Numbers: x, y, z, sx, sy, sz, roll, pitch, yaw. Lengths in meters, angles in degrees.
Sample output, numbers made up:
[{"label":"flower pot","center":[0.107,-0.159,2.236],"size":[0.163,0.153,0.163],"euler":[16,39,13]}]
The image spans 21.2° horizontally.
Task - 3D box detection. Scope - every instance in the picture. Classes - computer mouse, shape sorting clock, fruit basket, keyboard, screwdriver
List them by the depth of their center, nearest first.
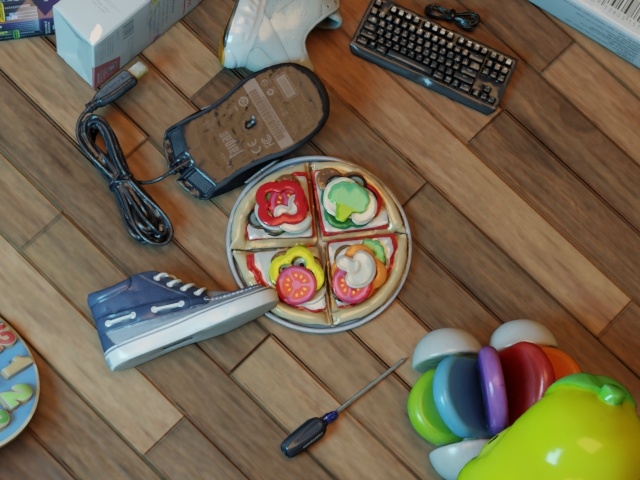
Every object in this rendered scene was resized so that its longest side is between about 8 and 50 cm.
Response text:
[{"label":"fruit basket","center":[0.166,0.301,1.533],"size":[0.283,0.392,0.392],"euler":[-4,67,32]},{"label":"shape sorting clock","center":[-0.379,0.129,1.695],"size":[0.206,0.040,0.206],"euler":[19,38,-16]},{"label":"screwdriver","center":[0.028,0.174,1.781],"size":[0.170,0.024,0.025],"euler":[-31,107,-22]},{"label":"computer mouse","center":[-0.131,-0.128,1.844],"size":[0.262,0.060,0.184],"euler":[-36,83,-5]},{"label":"keyboard","center":[0.134,-0.223,1.924],"size":[0.180,0.023,0.108],"euler":[25,70,1]}]

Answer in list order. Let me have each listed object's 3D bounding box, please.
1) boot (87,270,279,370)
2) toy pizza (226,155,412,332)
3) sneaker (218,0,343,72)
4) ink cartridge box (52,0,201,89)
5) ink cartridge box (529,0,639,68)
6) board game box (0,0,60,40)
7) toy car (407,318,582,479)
[{"label":"boot","center":[-0.144,0.062,1.768],"size":[0.190,0.069,0.086],"euler":[-20,76,-10]},{"label":"toy pizza","center":[0.000,0.000,1.827],"size":[0.201,0.032,0.201],"euler":[2,71,-6]},{"label":"sneaker","center":[-0.021,-0.294,1.901],"size":[0.121,0.099,0.262],"euler":[21,78,-7]},{"label":"ink cartridge box","center":[-0.195,-0.267,1.851],"size":[0.198,0.115,0.067],"euler":[-42,80,-18]},{"label":"ink cartridge box","center":[0.321,-0.366,1.975],"size":[0.275,0.060,0.239],"euler":[32,70,5]},{"label":"board game box","center":[-0.351,-0.305,1.881],"size":[0.141,0.048,0.170],"euler":[-9,73,-8]},{"label":"toy car","center":[0.182,0.156,1.739],"size":[0.182,0.136,0.159],"euler":[-5,72,-8]}]
